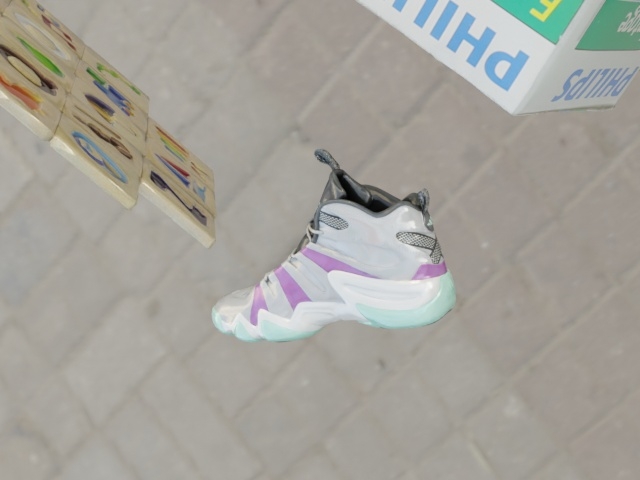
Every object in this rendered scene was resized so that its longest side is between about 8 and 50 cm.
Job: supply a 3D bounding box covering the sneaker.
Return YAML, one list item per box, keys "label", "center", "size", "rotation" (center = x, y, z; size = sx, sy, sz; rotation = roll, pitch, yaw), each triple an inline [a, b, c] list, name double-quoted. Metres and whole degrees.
- label: "sneaker"
  center: [0.000, 0.000, 0.665]
  size: [0.098, 0.038, 0.069]
  rotation: [-8, 100, 20]

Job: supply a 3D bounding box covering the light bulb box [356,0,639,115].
- label: "light bulb box"
  center: [0.129, -0.329, 1.222]
  size: [0.358, 0.225, 0.361]
  rotation: [38, 110, 19]

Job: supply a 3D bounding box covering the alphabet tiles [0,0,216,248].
- label: "alphabet tiles"
  center: [-0.193, -0.126, 1.037]
  size: [0.342, 0.285, 0.011]
  rotation: [40, 100, -14]
